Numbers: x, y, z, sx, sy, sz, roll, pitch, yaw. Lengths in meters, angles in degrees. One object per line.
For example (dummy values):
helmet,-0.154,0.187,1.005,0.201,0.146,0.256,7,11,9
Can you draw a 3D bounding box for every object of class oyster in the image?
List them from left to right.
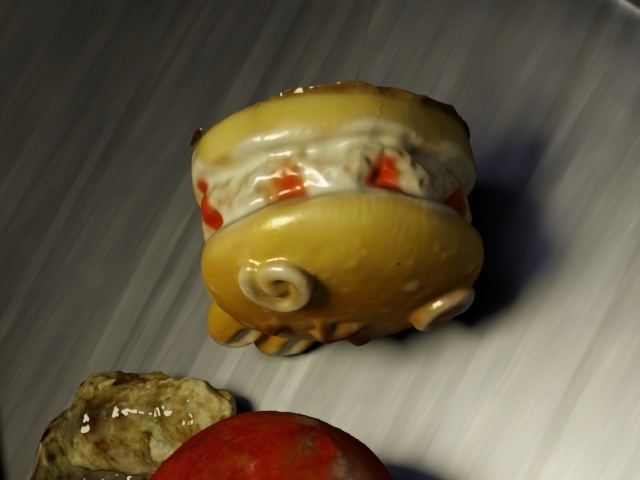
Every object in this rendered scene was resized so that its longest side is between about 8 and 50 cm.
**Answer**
oyster,-0.215,0.232,1.474,0.166,0.094,0.294,39,98,27

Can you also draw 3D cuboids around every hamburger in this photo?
hamburger,0.000,0.000,1.347,0.302,0.261,0.186,-19,65,43

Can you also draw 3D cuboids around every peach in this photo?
peach,-0.052,0.270,1.250,0.281,0.281,0.238,-34,57,14
